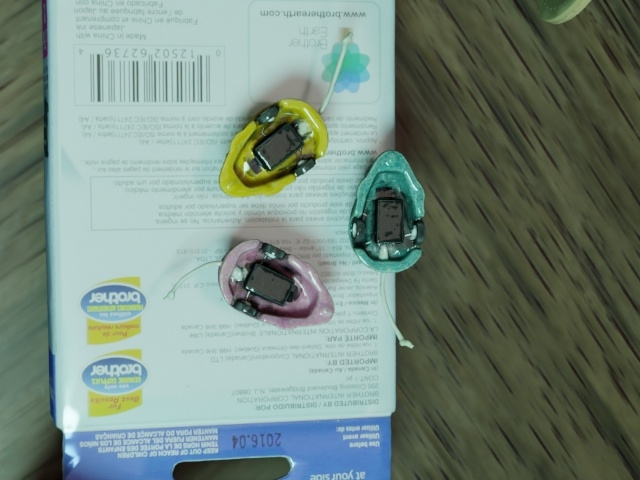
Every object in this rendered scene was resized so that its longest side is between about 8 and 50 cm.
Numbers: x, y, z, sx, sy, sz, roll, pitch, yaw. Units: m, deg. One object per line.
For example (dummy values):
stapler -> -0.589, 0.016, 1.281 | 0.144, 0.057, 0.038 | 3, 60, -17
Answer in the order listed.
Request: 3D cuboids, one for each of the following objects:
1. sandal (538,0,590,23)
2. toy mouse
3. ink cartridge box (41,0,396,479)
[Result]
sandal -> 0.203, -0.219, 0.898 | 0.079, 0.088, 0.240 | 23, 81, -21
toy mouse -> 0.000, 0.000, 0.820 | 0.161, 0.031, 0.143 | -43, 102, -9
ink cartridge box -> -0.054, -0.010, 0.852 | 0.185, 0.065, 0.311 | -1, 91, -15
